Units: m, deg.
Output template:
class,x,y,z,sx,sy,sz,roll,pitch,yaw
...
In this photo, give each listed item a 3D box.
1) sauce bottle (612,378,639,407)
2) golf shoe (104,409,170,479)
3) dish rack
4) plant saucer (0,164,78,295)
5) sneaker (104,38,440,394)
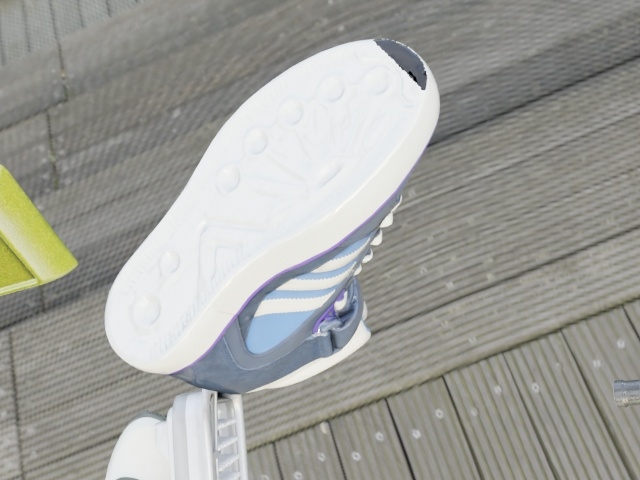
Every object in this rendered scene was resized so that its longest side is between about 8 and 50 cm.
class,x,y,z,sx,sy,sz,roll,pitch,yaw
sauce bottle,0.335,0.136,0.822,0.128,0.042,0.042,-13,58,26
golf shoe,-0.235,0.348,1.112,0.105,0.120,0.272,12,79,3
dish rack,-0.139,0.316,1.118,0.072,0.333,0.285,-6,81,2
plant saucer,-0.413,0.011,1.055,0.188,0.188,0.045,-15,46,8
sneaker,0.000,0.001,0.735,0.323,0.236,0.130,-45,61,13
